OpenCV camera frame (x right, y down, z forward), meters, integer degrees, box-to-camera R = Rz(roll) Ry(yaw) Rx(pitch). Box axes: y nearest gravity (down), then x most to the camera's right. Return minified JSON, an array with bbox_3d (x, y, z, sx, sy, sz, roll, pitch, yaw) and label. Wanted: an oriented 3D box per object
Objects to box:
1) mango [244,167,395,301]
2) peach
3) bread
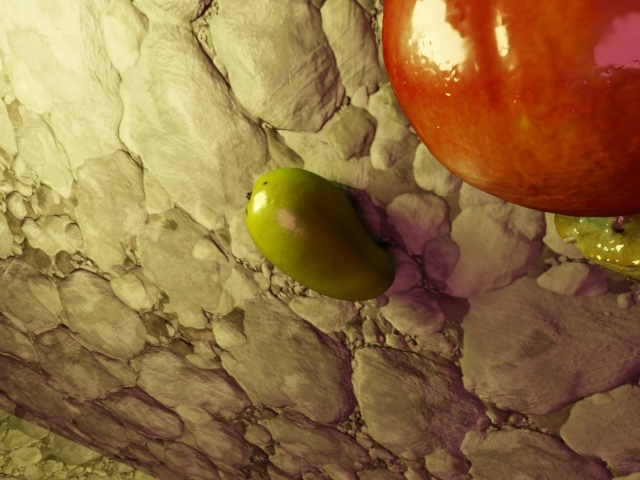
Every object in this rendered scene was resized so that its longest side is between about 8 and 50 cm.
[{"bbox_3d":[0.000,0.000,0.734,0.293,0.143,0.175,40,121,-17],"label":"mango"},{"bbox_3d":[0.229,-0.188,0.387,0.372,0.289,0.373,24,119,53],"label":"peach"},{"bbox_3d":[0.387,-0.038,0.480,0.123,0.257,0.186,26,106,-4],"label":"bread"}]
